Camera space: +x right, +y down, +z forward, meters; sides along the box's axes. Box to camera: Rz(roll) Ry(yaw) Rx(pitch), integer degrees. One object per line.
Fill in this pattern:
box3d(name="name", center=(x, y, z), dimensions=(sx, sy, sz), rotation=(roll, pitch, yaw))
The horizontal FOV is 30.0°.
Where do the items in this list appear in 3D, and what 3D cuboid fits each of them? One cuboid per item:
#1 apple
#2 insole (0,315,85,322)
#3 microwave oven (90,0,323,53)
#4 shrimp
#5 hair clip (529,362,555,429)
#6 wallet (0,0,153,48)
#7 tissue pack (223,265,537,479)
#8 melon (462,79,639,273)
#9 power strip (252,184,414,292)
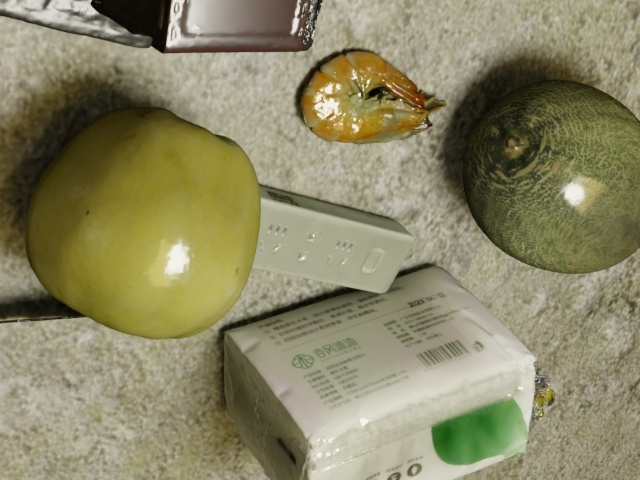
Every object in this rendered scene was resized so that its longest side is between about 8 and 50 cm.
box3d(name="apple", center=(-0.188, -0.016, 1.286), dimensions=(0.262, 0.262, 0.262), rotation=(-18, 130, -23))
box3d(name="insole", center=(-0.313, 0.090, 1.385), dimensions=(0.322, 0.109, 0.007), rotation=(-2, 85, -29))
box3d(name="microwave oven", center=(-0.096, -0.311, 1.123), dimensions=(0.188, 0.178, 0.247), rotation=(-10, 121, -37))
box3d(name="shrimp", center=(0.072, -0.175, 1.484), dimensions=(0.217, 0.051, 0.115), rotation=(-1, 119, -32))
box3d(name="hair clip", center=(0.325, 0.279, 1.997), dimensions=(0.116, 0.049, 0.172), rotation=(10, 124, -24))
box3d(name="wallet", center=(-0.216, -0.353, 1.161), dimensions=(0.247, 0.041, 0.322), rotation=(5, 116, -39))
box3d(name="tissue pack", center=(0.079, 0.201, 1.607), dimensions=(0.357, 0.266, 0.193), rotation=(-16, 129, -24))
box3d(name="melon", center=(0.329, -0.077, 1.598), dimensions=(0.329, 0.248, 0.248), rotation=(26, 104, -47))
box3d(name="power strip", center=(0.000, 0.000, 1.552), dimensions=(0.338, 0.058, 0.098), rotation=(12, 113, -40))
